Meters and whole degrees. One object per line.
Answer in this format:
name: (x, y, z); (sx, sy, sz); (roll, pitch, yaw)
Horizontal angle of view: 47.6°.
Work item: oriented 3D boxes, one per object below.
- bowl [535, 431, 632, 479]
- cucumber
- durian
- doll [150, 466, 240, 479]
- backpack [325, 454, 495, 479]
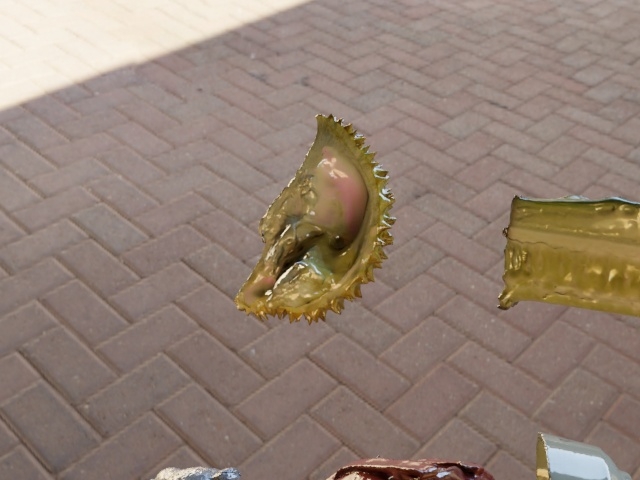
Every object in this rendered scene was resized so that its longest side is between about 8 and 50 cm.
bowl: (0.345, 0.358, 0.940); (0.112, 0.211, 0.211); (0, 38, 11)
cucumber: (0.345, 0.026, 0.719); (0.326, 0.145, 0.105); (9, 17, 35)
durian: (0.000, 0.000, 0.973); (0.167, 0.306, 0.172); (29, 15, -18)
doll: (-0.303, 0.476, 1.308); (0.341, 0.245, 0.158); (6, 42, -22)
backpack: (0.088, 0.315, 0.841); (0.229, 0.138, 0.229); (-11, -4, -1)
